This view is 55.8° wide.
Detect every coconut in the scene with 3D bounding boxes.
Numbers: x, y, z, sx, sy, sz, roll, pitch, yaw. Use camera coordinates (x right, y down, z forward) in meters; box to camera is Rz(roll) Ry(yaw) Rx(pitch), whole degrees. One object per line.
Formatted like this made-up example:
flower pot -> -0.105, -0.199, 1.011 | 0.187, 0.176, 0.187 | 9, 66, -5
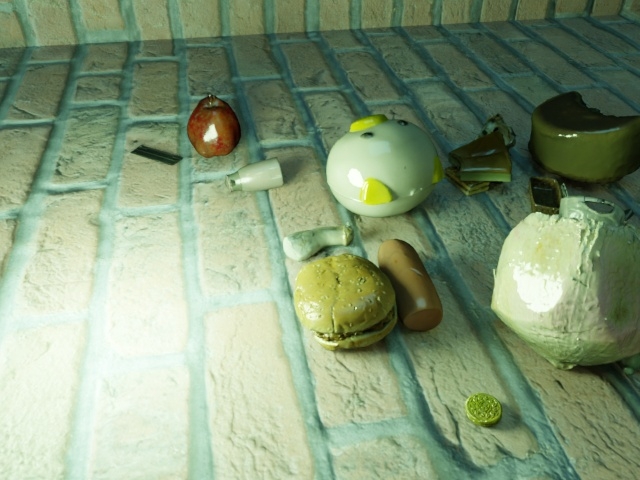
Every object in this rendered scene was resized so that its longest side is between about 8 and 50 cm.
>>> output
coconut -> 0.612, 0.132, 1.457 | 0.405, 0.404, 0.404 | 1, 37, 0

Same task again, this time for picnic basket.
picnic basket -> 0.762, -0.146, 2.053 | 0.110, 0.054, 0.193 | 9, 38, 8

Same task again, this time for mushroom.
mushroom -> -0.001, -0.001, 1.829 | 0.223, 0.081, 0.092 | -14, 22, -22

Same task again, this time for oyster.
oyster -> 0.644, -0.365, 2.322 | 0.166, 0.094, 0.294 | 35, 66, 31

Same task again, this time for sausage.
sausage -> 0.237, 0.112, 1.649 | 0.121, 0.121, 0.304 | -5, 39, -8

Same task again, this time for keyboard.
keyboard -> -0.621, -0.322, 2.290 | 0.202, 0.011, 0.067 | 18, 42, 21

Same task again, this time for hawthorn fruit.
hawthorn fruit -> -0.395, -0.436, 2.250 | 0.208, 0.248, 0.208 | 4, 37, -3

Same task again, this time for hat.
hat -> 0.836, -0.071, 1.890 | 0.232, 0.161, 0.275 | 26, 18, 8

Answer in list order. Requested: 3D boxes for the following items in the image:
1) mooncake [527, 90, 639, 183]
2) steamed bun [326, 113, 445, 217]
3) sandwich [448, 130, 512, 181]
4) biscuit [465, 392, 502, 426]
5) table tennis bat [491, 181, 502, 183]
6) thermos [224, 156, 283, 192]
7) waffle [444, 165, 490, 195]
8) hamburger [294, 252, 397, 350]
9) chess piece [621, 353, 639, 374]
mooncake -> 0.968, -0.383, 2.208 | 0.393, 0.246, 0.394 | 8, 37, 23
steamed bun -> 0.203, -0.234, 1.951 | 0.374, 0.334, 0.334 | -26, 44, -24
sandwich -> 0.562, -0.308, 2.159 | 0.212, 0.063, 0.245 | 1, 44, 3
biscuit -> 0.371, 0.384, 1.374 | 0.084, 0.023, 0.084 | -1, 38, 1
table tennis bat -> 0.647, -0.221, 2.187 | 0.083, 0.007, 0.050 | -1, 37, 0
thermos -> -0.237, -0.218, 2.104 | 0.193, 0.105, 0.137 | -15, 14, -10
waffle -> 0.522, -0.221, 2.155 | 0.102, 0.042, 0.148 | -18, 41, -20
hamburger -> 0.061, 0.146, 1.569 | 0.260, 0.144, 0.283 | -21, 31, -9
chess piece -> 0.816, 0.233, 1.521 | 0.139, 0.139, 0.271 | 23, 54, 26
